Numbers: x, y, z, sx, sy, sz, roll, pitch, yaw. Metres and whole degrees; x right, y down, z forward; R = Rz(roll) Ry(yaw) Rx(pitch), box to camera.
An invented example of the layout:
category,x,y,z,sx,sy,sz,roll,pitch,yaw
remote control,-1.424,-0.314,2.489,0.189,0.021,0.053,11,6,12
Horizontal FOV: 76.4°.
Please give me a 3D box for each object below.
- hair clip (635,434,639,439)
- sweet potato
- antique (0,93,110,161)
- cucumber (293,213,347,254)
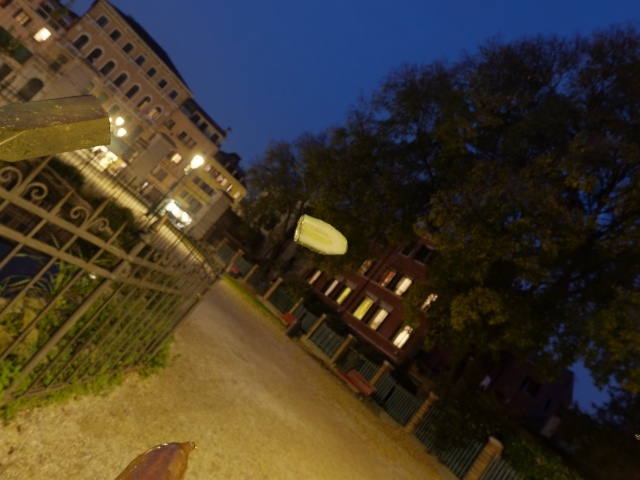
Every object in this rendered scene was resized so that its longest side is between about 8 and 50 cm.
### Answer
category,x,y,z,sx,sy,sz,roll,pitch,yaw
hair clip,0.606,0.346,0.684,0.049,0.049,0.173,38,-6,7
sweet potato,-0.400,0.565,0.887,0.158,0.158,0.369,40,18,-4
antique,-0.550,-0.225,0.817,0.081,0.221,0.080,48,-43,18
cucumber,0.000,0.000,0.774,0.107,0.067,0.035,25,-37,-23
